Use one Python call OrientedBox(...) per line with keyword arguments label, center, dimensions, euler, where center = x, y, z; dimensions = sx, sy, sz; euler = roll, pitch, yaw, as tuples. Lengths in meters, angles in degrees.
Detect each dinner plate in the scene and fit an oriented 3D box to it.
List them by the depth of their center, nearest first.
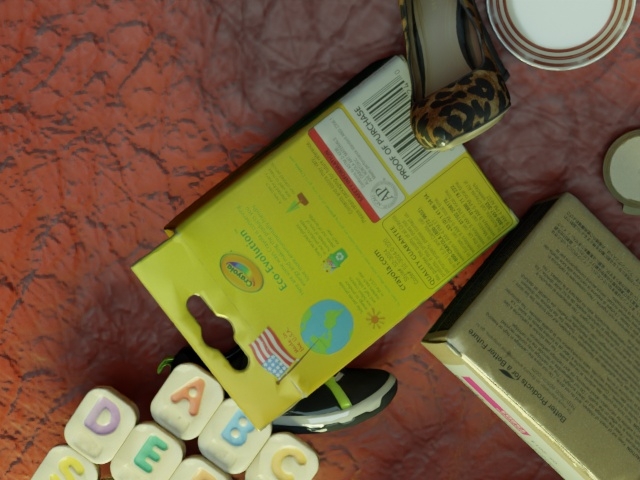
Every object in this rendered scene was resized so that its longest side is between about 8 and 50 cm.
OrientedBox(label="dinner plate", center=(0.227, -0.231, 1.471), dimensions=(0.141, 0.017, 0.141), euler=(0, 104, 2))

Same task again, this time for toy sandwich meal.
OrientedBox(label="toy sandwich meal", center=(0.312, -0.067, 1.506), dimensions=(0.085, 0.029, 0.086), euler=(1, 100, 5))

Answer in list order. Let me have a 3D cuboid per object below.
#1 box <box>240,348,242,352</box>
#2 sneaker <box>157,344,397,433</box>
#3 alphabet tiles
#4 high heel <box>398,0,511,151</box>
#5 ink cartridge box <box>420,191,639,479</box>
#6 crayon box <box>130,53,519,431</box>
OrientedBox(label="box", center=(-0.042, 0.135, 1.577), dimensions=(0.067, 0.018, 0.083), euler=(-7, 104, 4))
OrientedBox(label="sneaker", center=(-0.043, 0.133, 1.522), dimensions=(0.234, 0.084, 0.097), euler=(-6, 103, 4))
OrientedBox(label="alphabet tiles", center=(-0.140, 0.273, 1.507), dimensions=(0.284, 0.021, 0.278), euler=(36, 99, 4))
OrientedBox(label="high heel", center=(0.094, -0.185, 1.368), dimensions=(0.093, 0.261, 0.186), euler=(-23, 105, 21))
OrientedBox(label="ink cartridge box", center=(0.245, 0.103, 1.486), dimensions=(0.234, 0.088, 0.193), euler=(44, 77, -8))
OrientedBox(label="crayon box", center=(0.000, 0.000, 1.457), dimensions=(0.318, 0.081, 0.202), euler=(-38, 100, -10))
